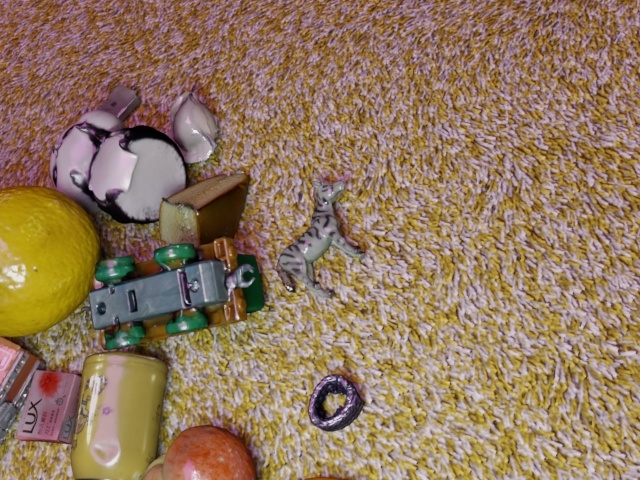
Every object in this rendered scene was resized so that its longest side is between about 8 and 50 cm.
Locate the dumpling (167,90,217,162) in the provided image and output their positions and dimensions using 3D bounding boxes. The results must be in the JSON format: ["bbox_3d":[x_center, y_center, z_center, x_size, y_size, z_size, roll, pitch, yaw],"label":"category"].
[{"bbox_3d":[-0.310,-0.262,1.840,0.127,0.108,0.188,-28,73,32],"label":"dumpling"}]

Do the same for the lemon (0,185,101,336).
[{"bbox_3d":[-0.631,0.040,1.635,0.336,0.336,0.336,-7,64,14],"label":"lemon"}]

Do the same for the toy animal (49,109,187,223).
[{"bbox_3d":[-0.482,-0.164,1.781,0.310,0.251,0.251,21,73,36],"label":"toy animal"}]

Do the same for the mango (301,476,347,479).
[{"bbox_3d":[0.001,0.498,1.383,0.219,0.112,0.145,-12,62,-1],"label":"mango"}]

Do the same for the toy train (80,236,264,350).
[{"bbox_3d":[-0.294,0.110,1.581,0.429,0.249,0.178,-14,82,25],"label":"toy train"}]

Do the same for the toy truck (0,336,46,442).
[{"bbox_3d":[-0.767,0.375,1.640,0.207,0.173,0.388,20,70,15],"label":"toy truck"}]

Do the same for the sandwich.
[{"bbox_3d":[-0.246,-0.068,1.717,0.122,0.128,0.235,18,29,23],"label":"sandwich"}]

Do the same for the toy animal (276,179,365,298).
[{"bbox_3d":[0.016,0.002,1.624,0.170,0.090,0.255,19,70,29],"label":"toy animal"}]

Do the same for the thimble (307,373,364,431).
[{"bbox_3d":[0.024,0.312,1.482,0.104,0.066,0.095,-32,63,2],"label":"thimble"}]

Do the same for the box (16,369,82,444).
[{"bbox_3d":[-0.572,0.355,1.652,0.111,0.060,0.156,0,65,19],"label":"box"}]

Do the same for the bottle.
[{"bbox_3d":[-0.406,0.406,1.513,0.171,0.171,0.351,-3,65,16],"label":"bottle"}]

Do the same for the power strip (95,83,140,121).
[{"bbox_3d":[-0.542,-0.316,1.973,0.080,0.029,0.227,36,81,30],"label":"power strip"}]

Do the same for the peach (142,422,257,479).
[{"bbox_3d":[-0.210,0.463,1.426,0.232,0.232,0.233,-7,64,14],"label":"peach"}]
